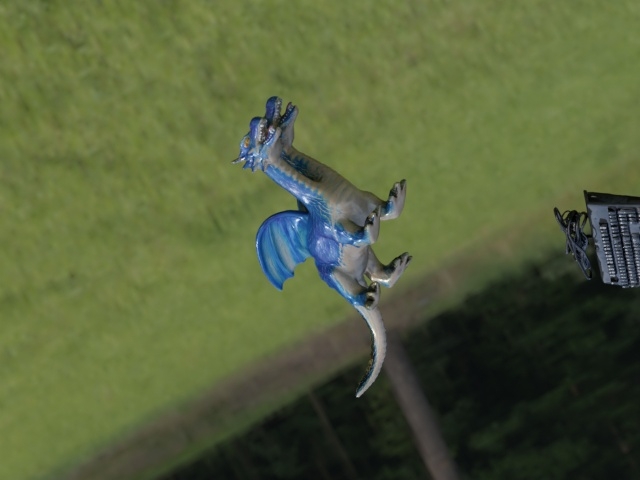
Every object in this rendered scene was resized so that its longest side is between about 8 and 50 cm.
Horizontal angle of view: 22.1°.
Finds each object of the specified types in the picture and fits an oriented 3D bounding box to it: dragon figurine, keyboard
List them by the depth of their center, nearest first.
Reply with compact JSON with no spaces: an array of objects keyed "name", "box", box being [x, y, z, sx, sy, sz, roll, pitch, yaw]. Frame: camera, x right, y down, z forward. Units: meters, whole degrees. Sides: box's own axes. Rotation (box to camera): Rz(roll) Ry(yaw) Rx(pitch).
[{"name":"keyboard","box":[0.253,0.012,1.398,0.100,0.038,0.192,6,159,17]},{"name":"dragon figurine","box":[0.000,0.000,1.485,0.144,0.289,0.085,17,-135,25]}]
